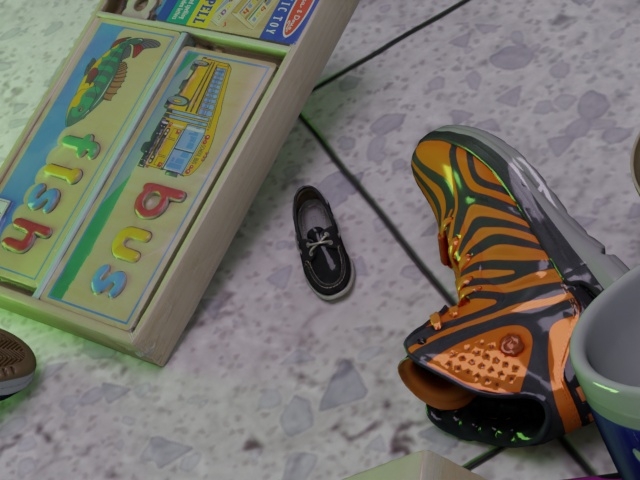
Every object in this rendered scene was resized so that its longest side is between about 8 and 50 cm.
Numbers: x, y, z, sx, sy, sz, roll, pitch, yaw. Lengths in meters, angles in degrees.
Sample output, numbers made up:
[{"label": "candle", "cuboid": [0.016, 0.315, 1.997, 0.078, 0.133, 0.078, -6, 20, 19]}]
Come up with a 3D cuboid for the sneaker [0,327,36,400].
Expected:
[{"label": "sneaker", "cuboid": [-0.397, 0.163, 1.372, 0.282, 0.153, 0.099, -6, 34, -24]}]

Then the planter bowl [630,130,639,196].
[{"label": "planter bowl", "cuboid": [0.333, -0.034, 1.205, 0.162, 0.109, 0.162, -13, 44, 13]}]

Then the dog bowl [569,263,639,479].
[{"label": "dog bowl", "cuboid": [0.303, 0.073, 1.002, 0.265, 0.104, 0.265, -22, 16, 7]}]

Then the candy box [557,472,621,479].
[{"label": "candy box", "cuboid": [0.183, 0.269, 1.007, 0.159, 0.071, 0.233, -10, 44, 15]}]

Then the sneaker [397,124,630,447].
[{"label": "sneaker", "cuboid": [0.120, 0.035, 1.225, 0.180, 0.125, 0.321, -32, 43, -9]}]

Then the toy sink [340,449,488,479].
[{"label": "toy sink", "cuboid": [0.031, 0.254, 0.989, 0.234, 0.131, 0.153, -30, 39, 45]}]

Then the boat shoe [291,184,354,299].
[{"label": "boat shoe", "cuboid": [0.000, 0.000, 1.376, 0.046, 0.038, 0.125, -18, 43, 8]}]

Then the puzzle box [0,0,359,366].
[{"label": "puzzle box", "cuboid": [-0.164, -0.098, 1.469, 0.272, 0.052, 0.409, 15, 70, 35]}]
